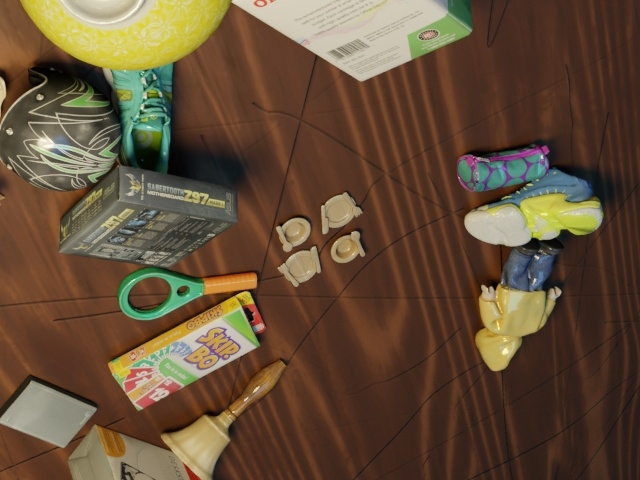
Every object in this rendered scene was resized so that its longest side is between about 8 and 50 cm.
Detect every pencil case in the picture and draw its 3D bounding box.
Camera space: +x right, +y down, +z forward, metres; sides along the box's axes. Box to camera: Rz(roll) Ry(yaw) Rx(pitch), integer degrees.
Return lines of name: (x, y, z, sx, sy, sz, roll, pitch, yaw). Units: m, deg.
pencil case: (0.314, -0.126, 1.851, 0.151, 0.065, 0.070, -11, 145, -20)

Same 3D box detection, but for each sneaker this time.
sneaker: (-0.240, -0.201, 1.499, 0.107, 0.110, 0.275, -12, 125, -19)
sneaker: (0.377, -0.063, 1.921, 0.240, 0.126, 0.091, -1, 138, 9)

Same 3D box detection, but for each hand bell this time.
hand bell: (-0.153, 0.300, 1.903, 0.242, 0.126, 0.126, -45, 130, -8)

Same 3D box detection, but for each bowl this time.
bowl: (-0.251, -0.332, 1.305, 0.289, 0.156, 0.290, 1, 113, 2)

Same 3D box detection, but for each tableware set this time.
tableware set: (0.000, 0.000, 1.811, 0.168, 0.020, 0.141, -25, 129, -9)

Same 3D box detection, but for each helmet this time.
helmet: (-0.351, -0.144, 1.447, 0.169, 0.161, 0.170, -11, 123, -17)

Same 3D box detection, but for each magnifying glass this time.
magnifying glass: (-0.215, 0.079, 1.756, 0.230, 0.026, 0.092, -8, 124, -23)

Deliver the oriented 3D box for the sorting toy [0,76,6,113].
sorting toy: (-0.464, -0.185, 1.447, 0.083, 0.045, 0.075, -14, 134, -18)

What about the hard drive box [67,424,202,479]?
hard drive box: (-0.299, 0.435, 1.855, 0.232, 0.181, 0.089, 30, 104, -38)

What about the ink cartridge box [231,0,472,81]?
ink cartridge box: (0.043, -0.346, 1.452, 0.201, 0.117, 0.278, -18, 152, 37)

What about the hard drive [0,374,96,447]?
hard drive: (-0.451, 0.283, 1.779, 0.135, 0.022, 0.094, 33, 103, -38)

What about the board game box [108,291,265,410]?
board game box: (-0.215, 0.185, 1.811, 0.259, 0.039, 0.124, -30, 141, -8)

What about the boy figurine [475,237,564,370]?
boy figurine: (0.371, 0.116, 2.027, 0.177, 0.092, 0.285, -3, 123, -25)

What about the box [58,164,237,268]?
box: (-0.253, -0.029, 1.559, 0.183, 0.059, 0.232, 9, 156, -31)

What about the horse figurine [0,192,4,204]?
horse figurine: (-0.574, -0.037, 1.477, 0.263, 0.066, 0.174, -30, 136, -2)
